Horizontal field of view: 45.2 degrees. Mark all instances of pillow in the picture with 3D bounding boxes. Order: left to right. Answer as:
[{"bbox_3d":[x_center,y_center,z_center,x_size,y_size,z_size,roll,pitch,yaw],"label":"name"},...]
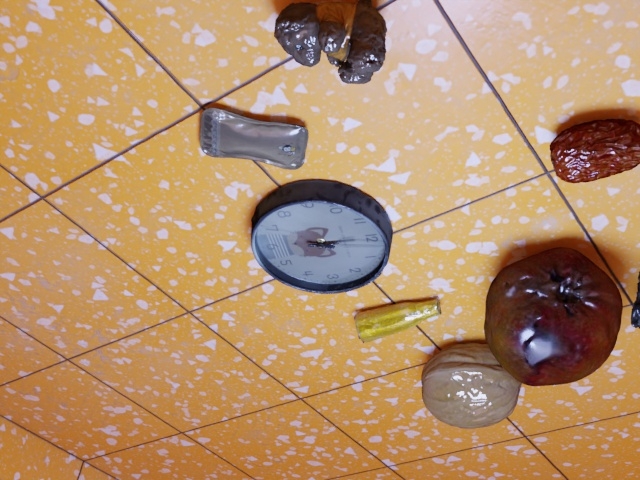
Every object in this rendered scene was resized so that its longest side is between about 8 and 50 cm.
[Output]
[{"bbox_3d":[-0.135,-0.201,1.542,0.217,0.033,0.130,10,138,-3],"label":"pillow"}]

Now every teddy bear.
[{"bbox_3d":[0.016,-0.345,1.292,0.190,0.177,0.140,7,94,0],"label":"teddy bear"}]

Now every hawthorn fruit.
[{"bbox_3d":[0.497,0.178,1.699,0.308,0.308,0.325,20,148,-14],"label":"hawthorn fruit"}]

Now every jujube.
[{"bbox_3d":[0.521,-0.170,1.438,0.176,0.109,0.112,-14,171,11],"label":"jujube"}]

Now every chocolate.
[{"bbox_3d":[0.195,0.192,1.910,0.219,0.086,0.086,-18,133,24],"label":"chocolate"}]

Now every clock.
[{"bbox_3d":[0.000,0.000,1.728,0.325,0.067,0.325,4,138,4],"label":"clock"}]

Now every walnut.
[{"bbox_3d":[0.388,0.373,1.978,0.260,0.225,0.225,-7,137,22],"label":"walnut"}]

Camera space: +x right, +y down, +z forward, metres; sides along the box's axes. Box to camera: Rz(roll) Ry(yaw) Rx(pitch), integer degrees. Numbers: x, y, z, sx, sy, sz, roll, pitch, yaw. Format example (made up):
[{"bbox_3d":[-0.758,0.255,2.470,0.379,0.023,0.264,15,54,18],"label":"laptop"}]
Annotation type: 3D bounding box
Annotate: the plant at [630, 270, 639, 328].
[{"bbox_3d":[0.796,0.151,1.699,0.204,0.178,0.234,-15,144,33],"label":"plant"}]
